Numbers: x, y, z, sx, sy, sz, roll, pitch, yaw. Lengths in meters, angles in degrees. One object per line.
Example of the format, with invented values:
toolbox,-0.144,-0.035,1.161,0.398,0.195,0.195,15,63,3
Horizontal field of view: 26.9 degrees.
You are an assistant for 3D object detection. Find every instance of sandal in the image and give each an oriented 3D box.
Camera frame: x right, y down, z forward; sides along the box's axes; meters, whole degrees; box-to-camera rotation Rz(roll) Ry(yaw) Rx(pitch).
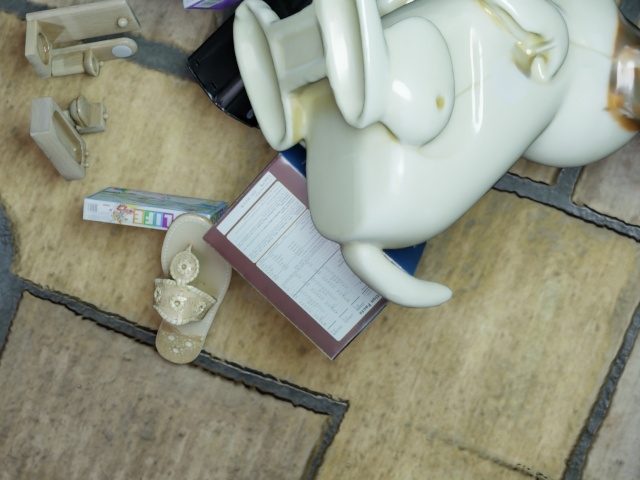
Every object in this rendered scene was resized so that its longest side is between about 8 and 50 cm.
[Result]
sandal,-0.162,0.081,1.596,0.088,0.079,0.240,15,133,0

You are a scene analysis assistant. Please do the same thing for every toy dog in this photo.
toy dog,0.175,-0.157,1.403,0.408,0.284,0.395,-16,85,-26

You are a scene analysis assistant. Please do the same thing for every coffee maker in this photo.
coffee maker,-0.067,-0.235,1.542,0.178,0.120,0.171,-45,122,13

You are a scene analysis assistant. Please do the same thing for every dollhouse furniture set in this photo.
dollhouse furniture set,-0.268,-0.177,1.588,0.123,0.144,0.151,-8,63,9

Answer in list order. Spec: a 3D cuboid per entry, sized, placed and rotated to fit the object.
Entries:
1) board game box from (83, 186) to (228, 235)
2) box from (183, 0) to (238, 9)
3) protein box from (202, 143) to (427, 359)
board game box,-0.198,-0.037,1.623,0.154,0.103,0.026,8,101,7
box,-0.045,-0.372,1.341,0.293,0.057,0.201,-14,85,44
protein box,0.000,0.000,1.551,0.201,0.200,0.136,43,104,-1
